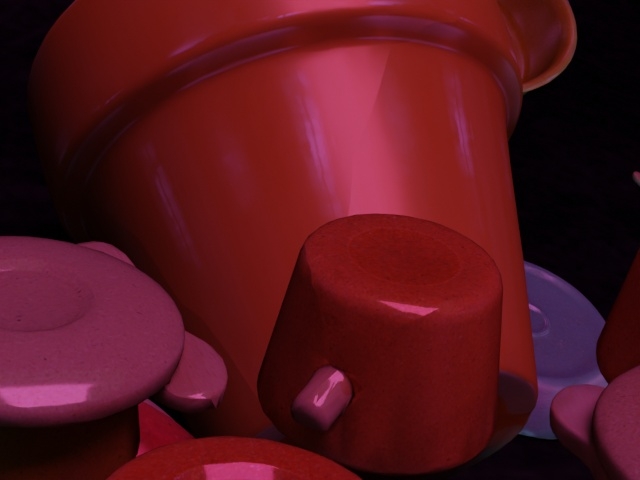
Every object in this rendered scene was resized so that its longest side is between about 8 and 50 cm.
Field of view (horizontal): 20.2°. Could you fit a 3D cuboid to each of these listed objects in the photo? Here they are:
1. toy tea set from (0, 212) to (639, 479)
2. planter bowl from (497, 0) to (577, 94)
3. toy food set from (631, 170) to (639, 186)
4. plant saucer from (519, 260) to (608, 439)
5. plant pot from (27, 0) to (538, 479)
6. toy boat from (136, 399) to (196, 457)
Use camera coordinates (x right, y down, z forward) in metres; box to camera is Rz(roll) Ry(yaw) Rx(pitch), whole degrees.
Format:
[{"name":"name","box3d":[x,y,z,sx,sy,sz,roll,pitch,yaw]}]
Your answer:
[{"name":"toy tea set","box3d":[0.038,0.082,0.507,0.336,0.124,0.200,-6,32,-26]},{"name":"planter bowl","box3d":[0.018,-0.109,0.944,0.217,0.090,0.217,14,37,-11]},{"name":"toy food set","box3d":[0.223,-0.015,1.000,0.122,0.019,0.078,-4,44,-43]},{"name":"plant saucer","box3d":[0.094,0.043,0.854,0.119,0.021,0.119,14,38,-11]},{"name":"plant pot","box3d":[0.000,0.000,0.730,0.205,0.205,0.188,-1,58,-29]},{"name":"toy boat","box3d":[-0.121,0.125,0.517,0.231,0.151,0.151,0,30,-26]}]
